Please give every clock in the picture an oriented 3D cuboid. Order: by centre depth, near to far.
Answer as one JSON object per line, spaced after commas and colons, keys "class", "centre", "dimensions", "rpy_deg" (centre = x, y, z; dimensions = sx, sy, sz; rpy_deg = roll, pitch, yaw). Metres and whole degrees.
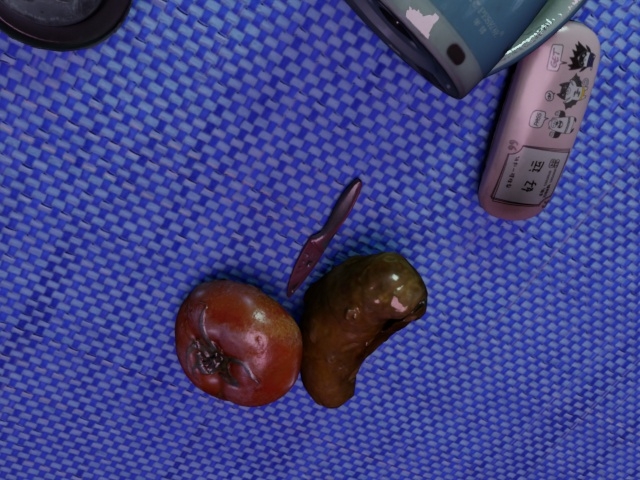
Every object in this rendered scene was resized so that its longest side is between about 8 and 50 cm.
{"class": "clock", "centre": [-0.336, -0.347, 0.844], "dimensions": [0.226, 0.049, 0.226], "rpy_deg": [0, 126, 0]}

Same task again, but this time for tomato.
{"class": "tomato", "centre": [-0.145, 0.183, 1.118], "dimensions": [0.237, 0.095, 0.237], "rpy_deg": [12, 124, 19]}

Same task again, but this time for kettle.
{"class": "kettle", "centre": [0.221, -0.363, 0.848], "dimensions": [0.342, 0.247, 0.319], "rpy_deg": [-46, 134, 7]}

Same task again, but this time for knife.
{"class": "knife", "centre": [0.000, 0.000, 1.124], "dimensions": [0.035, 0.018, 0.247], "rpy_deg": [22, 115, -22]}

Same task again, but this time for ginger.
{"class": "ginger", "centre": [0.053, 0.132, 1.131], "dimensions": [0.165, 0.172, 0.321], "rpy_deg": [-3, 138, -36]}

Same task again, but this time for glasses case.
{"class": "glasses case", "centre": [0.327, -0.174, 1.040], "dimensions": [0.122, 0.075, 0.314], "rpy_deg": [7, 118, -9]}
